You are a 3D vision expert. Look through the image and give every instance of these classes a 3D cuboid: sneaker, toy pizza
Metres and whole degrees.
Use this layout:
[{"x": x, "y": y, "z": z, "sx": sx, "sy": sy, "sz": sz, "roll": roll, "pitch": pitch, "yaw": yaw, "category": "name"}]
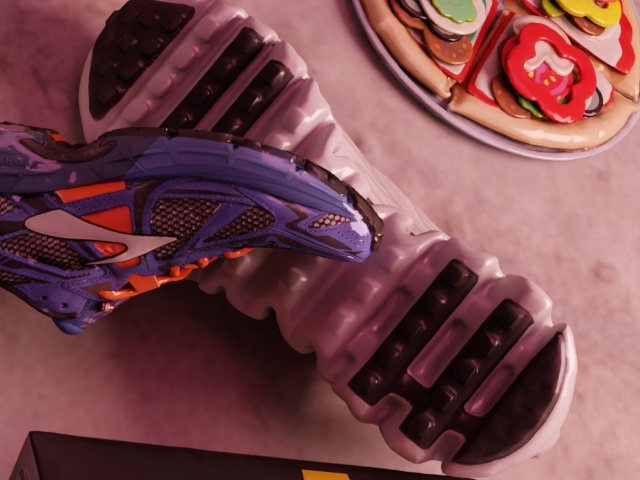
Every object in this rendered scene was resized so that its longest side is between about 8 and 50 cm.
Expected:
[{"x": -0.083, "y": -0.004, "z": 0.777, "sx": 0.221, "sy": 0.083, "sz": 0.087, "roll": 3, "pitch": 92, "yaw": 8, "category": "sneaker"}, {"x": 0.105, "y": -0.135, "z": 1.041, "sx": 0.201, "sy": 0.032, "sz": 0.201, "roll": 15, "pitch": 55, "yaw": -23, "category": "toy pizza"}, {"x": 0.000, "y": 0.000, "z": 0.857, "sx": 0.292, "sy": 0.110, "sz": 0.118, "roll": 46, "pitch": 3, "yaw": 20, "category": "sneaker"}]

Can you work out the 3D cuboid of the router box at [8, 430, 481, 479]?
[{"x": 0.022, "y": 0.210, "z": 0.670, "sx": 0.243, "sy": 0.081, "sz": 0.309, "roll": 10, "pitch": 34, "yaw": -27, "category": "router box"}]
